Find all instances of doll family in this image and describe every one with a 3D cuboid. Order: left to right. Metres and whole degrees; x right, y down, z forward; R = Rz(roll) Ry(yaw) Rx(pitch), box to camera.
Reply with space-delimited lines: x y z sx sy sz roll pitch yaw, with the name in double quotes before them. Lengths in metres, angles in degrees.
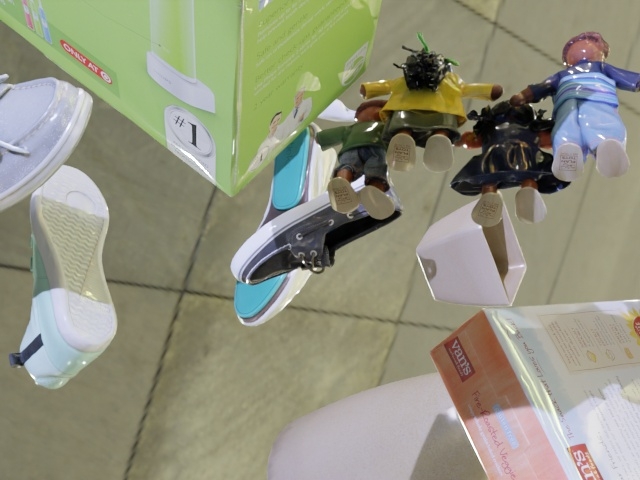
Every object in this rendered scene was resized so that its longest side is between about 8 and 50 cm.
"doll family" 0.091 -0.069 0.611 0.111 0.193 0.076 -74 168 -52

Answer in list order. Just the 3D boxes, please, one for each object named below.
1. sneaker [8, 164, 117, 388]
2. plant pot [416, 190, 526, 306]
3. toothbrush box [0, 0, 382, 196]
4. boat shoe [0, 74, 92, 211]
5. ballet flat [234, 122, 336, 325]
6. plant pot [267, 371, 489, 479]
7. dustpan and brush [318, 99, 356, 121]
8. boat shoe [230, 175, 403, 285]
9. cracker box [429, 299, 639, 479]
"sneaker" -0.309 0.043 1.255 0.094 0.256 0.151 12 140 -34
"plant pot" 0.178 0.018 1.318 0.109 0.096 0.109 68 28 -17
"toothbrush box" -0.074 -0.184 0.481 0.122 0.206 0.283 -46 163 -25
"boat shoe" -0.365 -0.091 1.063 0.103 0.320 0.118 47 41 -45
"ballet flat" -0.043 -0.021 1.981 0.139 0.139 0.400 37 60 -52
"plant pot" 0.115 0.276 1.362 0.256 0.256 0.274 -7 153 -49
"dustpan and brush" -0.063 -0.152 1.071 0.147 0.211 0.060 -71 164 -63
"boat shoe" 0.000 0.000 1.341 0.228 0.076 0.080 -30 151 -3
"cracker box" 0.205 0.127 0.804 0.232 0.156 0.067 1 146 -43
